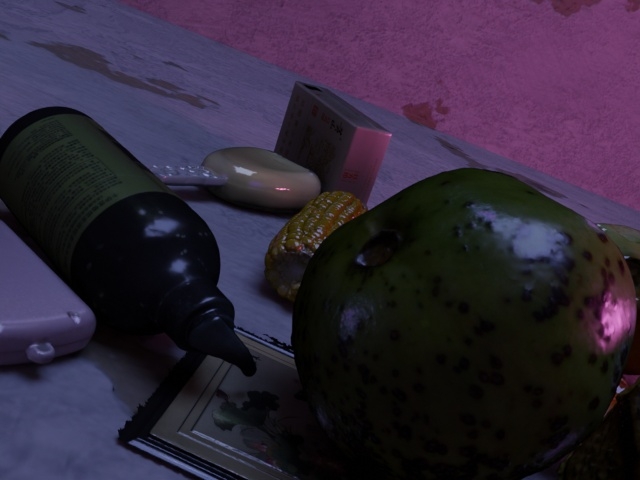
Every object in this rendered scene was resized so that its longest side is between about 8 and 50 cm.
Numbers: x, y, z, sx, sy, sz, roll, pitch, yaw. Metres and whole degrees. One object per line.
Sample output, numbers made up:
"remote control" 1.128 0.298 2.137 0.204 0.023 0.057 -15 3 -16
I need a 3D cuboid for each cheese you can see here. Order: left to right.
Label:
"cheese" -0.109 -0.074 0.902 0.127 0.054 0.251 30 18 29

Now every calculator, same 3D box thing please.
"calculator" -0.219 0.027 0.489 0.175 0.032 0.100 35 21 32

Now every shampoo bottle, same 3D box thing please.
"shampoo bottle" -0.144 -0.001 0.557 0.101 0.101 0.284 5 26 -46

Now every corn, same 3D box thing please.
"corn" 0.000 0.000 0.777 0.080 0.080 0.238 26 20 8

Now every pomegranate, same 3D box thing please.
"pomegranate" 0.099 0.076 0.498 0.248 0.214 0.214 55 -3 -35

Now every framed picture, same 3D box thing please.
"framed picture" -0.011 0.123 0.512 0.199 0.010 0.195 25 17 2

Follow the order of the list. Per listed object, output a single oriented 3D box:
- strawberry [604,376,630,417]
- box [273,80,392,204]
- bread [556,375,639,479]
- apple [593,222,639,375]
"strawberry" 0.159 0.119 0.638 0.167 0.087 0.208 -3 39 -39
"box" 0.007 -0.122 1.044 0.058 0.141 0.201 8 22 -29
"bread" 0.217 0.150 0.444 0.096 0.181 0.222 37 19 8
"apple" 0.348 0.071 0.876 0.195 0.160 0.173 29 14 23
